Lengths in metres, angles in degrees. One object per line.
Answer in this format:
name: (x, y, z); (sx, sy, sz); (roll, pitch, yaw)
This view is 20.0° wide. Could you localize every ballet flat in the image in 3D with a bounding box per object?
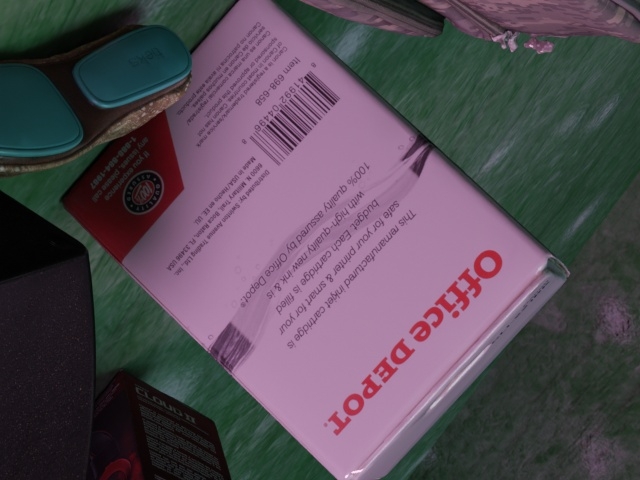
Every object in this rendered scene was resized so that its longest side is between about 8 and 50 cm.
ballet flat: (-0.154, -0.069, 1.026); (0.206, 0.073, 0.067); (-22, 166, -48)

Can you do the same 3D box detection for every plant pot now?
plant pot: (-0.227, 0.056, 0.962); (0.187, 0.188, 0.167); (-20, 135, -57)

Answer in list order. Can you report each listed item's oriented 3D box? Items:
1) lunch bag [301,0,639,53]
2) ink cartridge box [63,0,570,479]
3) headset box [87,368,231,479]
lunch bag: (0.034, -0.208, 0.863); (0.305, 0.256, 0.213); (5, 91, -69)
ink cartridge box: (0.000, 0.000, 1.202); (0.197, 0.273, 0.114); (-48, 164, 6)
headset box: (-0.172, 0.263, 1.483); (0.218, 0.110, 0.293); (-50, -153, 15)
